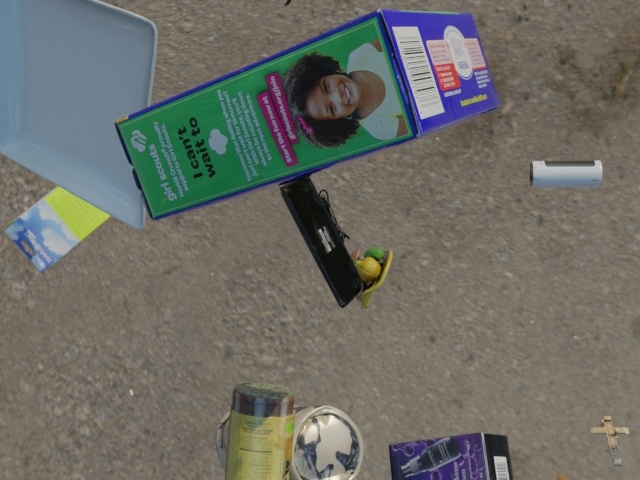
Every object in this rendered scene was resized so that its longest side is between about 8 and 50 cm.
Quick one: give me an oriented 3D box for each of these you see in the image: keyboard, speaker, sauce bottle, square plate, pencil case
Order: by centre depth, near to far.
[{"bbox_3d":[0.000,0.000,1.073,0.100,0.038,0.192,-36,102,-53],"label":"keyboard"},{"bbox_3d":[-0.385,-0.231,1.164,0.049,0.347,0.344,-38,148,-50],"label":"square plate"},{"bbox_3d":[-0.107,0.414,1.243,0.111,0.111,0.345,4,93,-21],"label":"sauce bottle"},{"bbox_3d":[0.490,-0.133,1.501,0.136,0.055,0.055,1,104,9],"label":"speaker"},{"bbox_3d":[-0.074,0.435,1.560,0.159,0.410,0.184,-21,90,-32],"label":"pencil case"}]

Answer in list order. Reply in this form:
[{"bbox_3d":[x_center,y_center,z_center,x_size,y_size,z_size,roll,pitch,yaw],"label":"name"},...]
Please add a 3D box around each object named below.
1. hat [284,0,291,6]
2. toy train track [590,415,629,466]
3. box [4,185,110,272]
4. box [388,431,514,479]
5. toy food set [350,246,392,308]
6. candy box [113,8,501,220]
[{"bbox_3d":[-0.056,-0.412,1.037,0.173,0.208,0.184,-13,116,30],"label":"hat"},{"bbox_3d":[0.379,0.257,0.972,0.048,0.083,0.014,-4,122,13],"label":"toy train track"},{"bbox_3d":[-0.502,-0.034,1.428,0.178,0.042,0.109,-47,112,-29],"label":"box"},{"bbox_3d":[0.242,0.443,1.379,0.108,0.207,0.153,21,57,-49],"label":"box"},{"bbox_3d":[0.085,0.067,1.528,0.071,0.218,0.128,24,87,-2],"label":"toy food set"},{"bbox_3d":[-0.005,-0.134,0.797,0.268,0.317,0.122,-28,100,-59],"label":"candy box"}]
